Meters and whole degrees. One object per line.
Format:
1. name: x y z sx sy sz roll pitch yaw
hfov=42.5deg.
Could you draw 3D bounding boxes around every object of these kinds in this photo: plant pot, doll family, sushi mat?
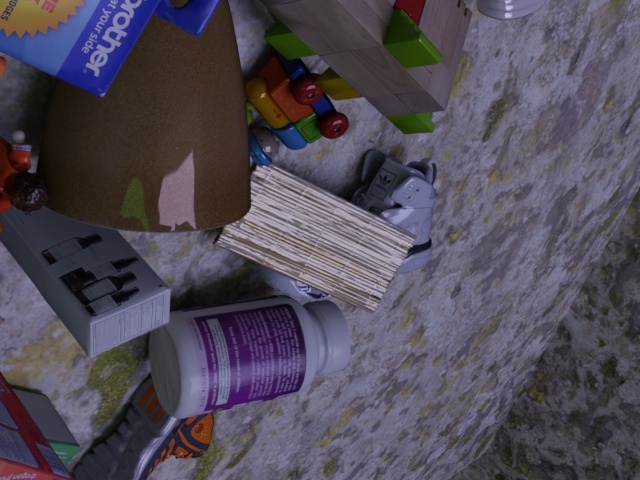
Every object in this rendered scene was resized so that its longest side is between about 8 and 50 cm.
1. plant pot: -0.176 -0.168 0.876 0.237 0.237 0.255 -12 119 -45
2. doll family: -0.376 0.002 0.841 0.118 0.163 0.263 -5 130 -50
3. sushi mat: 0.000 0.000 1.298 0.316 0.019 0.152 25 95 -27

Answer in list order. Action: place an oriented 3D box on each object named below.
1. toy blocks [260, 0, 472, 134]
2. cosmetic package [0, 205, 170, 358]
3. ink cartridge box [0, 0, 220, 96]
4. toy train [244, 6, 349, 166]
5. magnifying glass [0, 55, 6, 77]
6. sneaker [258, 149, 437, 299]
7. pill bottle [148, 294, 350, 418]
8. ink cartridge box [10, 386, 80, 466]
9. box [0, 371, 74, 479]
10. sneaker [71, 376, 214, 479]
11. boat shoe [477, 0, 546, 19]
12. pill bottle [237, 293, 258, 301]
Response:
1. toy blocks: 0.068 -0.335 0.973 0.381 0.190 0.261 33 67 -45
2. cosmetic package: -0.273 0.017 0.918 0.098 0.239 0.060 -23 142 -36
3. ink cartridge box: -0.235 -0.294 0.627 0.395 0.151 0.270 19 110 -48
4. toy train: -0.075 -0.198 1.084 0.143 0.105 0.248 -33 146 8
5. magnifying glass: -0.389 -0.190 0.741 0.092 0.026 0.231 -55 150 12
6. sneaker: 0.060 -0.035 1.406 0.365 0.137 0.210 -12 125 -35
7. pill bottle: -0.109 0.178 1.328 0.301 0.169 0.169 -7 133 -28
8. ink cartridge box: -0.506 0.335 1.108 0.289 0.121 0.211 -49 150 3
9. box: -0.420 0.185 0.863 0.142 0.300 0.154 -44 151 -6
10. sneaker: -0.294 0.381 1.435 0.321 0.124 0.180 -50 149 4
11. boat shoe: 0.349 -0.454 1.322 0.277 0.098 0.096 -43 151 -26
12. pill bottle: -0.119 0.131 1.448 0.043 0.043 0.083 -39 149 -15
